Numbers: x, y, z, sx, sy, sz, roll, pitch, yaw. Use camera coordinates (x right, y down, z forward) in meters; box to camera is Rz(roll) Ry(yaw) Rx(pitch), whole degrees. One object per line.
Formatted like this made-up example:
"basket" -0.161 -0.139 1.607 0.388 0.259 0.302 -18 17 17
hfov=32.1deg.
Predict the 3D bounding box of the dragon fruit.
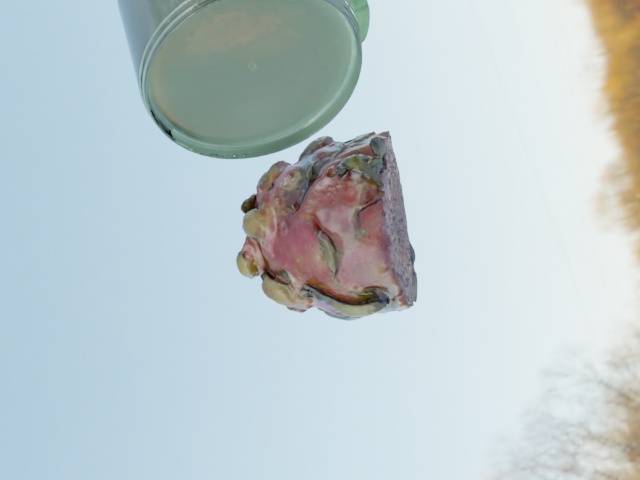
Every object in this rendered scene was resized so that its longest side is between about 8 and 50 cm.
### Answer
"dragon fruit" 0.000 0.000 1.708 0.296 0.262 0.314 -61 -37 -74

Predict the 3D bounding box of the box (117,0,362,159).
"box" -0.082 -0.210 1.128 0.226 0.226 0.149 48 -162 -50

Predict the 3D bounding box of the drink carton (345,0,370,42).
"drink carton" -0.016 -0.302 1.551 0.144 0.142 0.146 45 149 28
